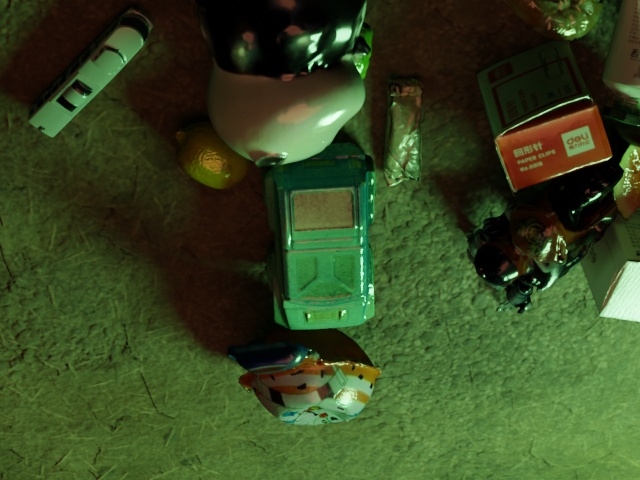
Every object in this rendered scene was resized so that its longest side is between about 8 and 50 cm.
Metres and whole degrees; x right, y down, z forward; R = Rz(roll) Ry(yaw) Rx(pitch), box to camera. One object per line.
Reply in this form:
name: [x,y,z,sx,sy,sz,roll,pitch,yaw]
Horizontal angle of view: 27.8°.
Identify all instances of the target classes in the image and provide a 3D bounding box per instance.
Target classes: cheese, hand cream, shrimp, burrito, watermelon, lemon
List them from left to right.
lemon: [-0.142,-0.112,1.675,0.110,0.082,0.082,25,122,-19]
cheese: [-0.029,0.185,1.838,0.216,0.129,0.329,-8,162,15]
burrito: [0.109,-0.140,1.703,0.051,0.042,0.171,-5,126,-5]
shrimp: [0.272,-0.308,1.582,0.180,0.041,0.099,27,120,-23]
watermelon: [0.418,-0.107,1.694,0.094,0.135,0.125,-1,130,20]
hand cream: [0.406,-0.299,1.510,0.121,0.076,0.336,14,97,-25]

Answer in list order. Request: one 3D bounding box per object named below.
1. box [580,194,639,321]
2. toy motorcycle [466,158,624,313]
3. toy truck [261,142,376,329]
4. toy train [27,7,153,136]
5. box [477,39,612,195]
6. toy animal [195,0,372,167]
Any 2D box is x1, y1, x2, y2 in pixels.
box: [0.493,0.021,1.766,0.260,0.194,0.111,7,127,-10]
toy motorcycle: [0.276,0.010,1.739,0.207,0.401,0.134,-39,84,-13]
toy truck: [0.000,0.000,1.731,0.155,0.156,0.279,-3,127,-2]
toy train: [-0.285,-0.209,1.608,0.043,0.047,0.207,35,119,-29]
box: [0.275,-0.160,1.610,0.133,0.182,0.099,-19,123,13]
toy animal: [-0.035,-0.223,1.521,0.212,0.213,0.267,-5,124,-1]
